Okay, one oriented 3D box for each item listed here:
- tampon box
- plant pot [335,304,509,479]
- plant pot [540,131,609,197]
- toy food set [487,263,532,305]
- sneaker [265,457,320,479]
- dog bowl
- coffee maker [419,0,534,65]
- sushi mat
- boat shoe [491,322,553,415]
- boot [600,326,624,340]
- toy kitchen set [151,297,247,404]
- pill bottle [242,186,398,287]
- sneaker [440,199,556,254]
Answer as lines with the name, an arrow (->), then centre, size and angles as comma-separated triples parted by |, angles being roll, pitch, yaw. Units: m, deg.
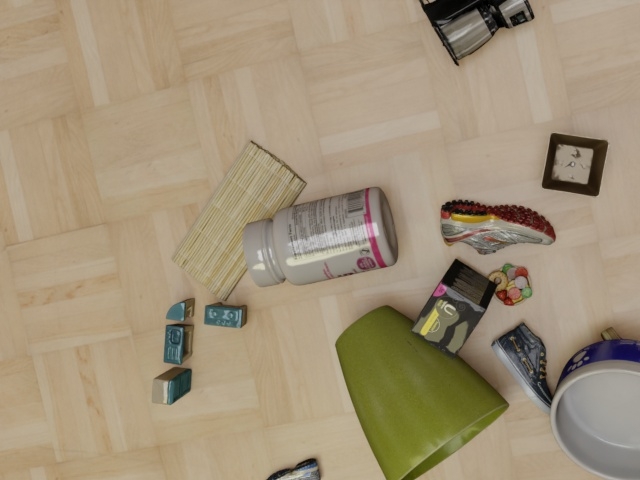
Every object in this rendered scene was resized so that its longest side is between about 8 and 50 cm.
tampon box -> 0.259, 0.128, 1.820 | 0.101, 0.161, 0.120 | 32, 112, 8
plant pot -> 0.167, 0.279, 1.834 | 0.275, 0.275, 0.293 | -40, 70, 13
plant pot -> 0.479, -0.144, 1.790 | 0.109, 0.096, 0.109 | 10, 97, 12
toy food set -> 0.377, 0.088, 1.872 | 0.082, 0.020, 0.083 | -28, 88, 13
sneaker -> -0.061, 0.511, 1.993 | 0.135, 0.052, 0.058 | -24, 94, 14
dog bowl -> 0.566, 0.318, 1.757 | 0.264, 0.104, 0.265 | 11, 122, 18
coffee maker -> 0.291, -0.449, 1.793 | 0.178, 0.120, 0.171 | -30, 87, 13
sushi mat -> -0.173, -0.041, 1.984 | 0.151, 0.019, 0.317 | 37, 102, 8
boat shoe -> 0.422, 0.252, 1.854 | 0.083, 0.065, 0.183 | -40, 85, 14
boot -> 0.656, 0.203, 1.793 | 0.213, 0.077, 0.165 | 43, 103, 1
toy kitchen set -> -0.248, 0.235, 1.972 | 0.166, 0.122, 0.207 | 5, 96, 12
pill bottle -> 0.000, 0.000, 1.876 | 0.283, 0.160, 0.160 | -12, 92, 14
sneaker -> 0.345, -0.019, 1.849 | 0.225, 0.088, 0.093 | 8, 117, 12
